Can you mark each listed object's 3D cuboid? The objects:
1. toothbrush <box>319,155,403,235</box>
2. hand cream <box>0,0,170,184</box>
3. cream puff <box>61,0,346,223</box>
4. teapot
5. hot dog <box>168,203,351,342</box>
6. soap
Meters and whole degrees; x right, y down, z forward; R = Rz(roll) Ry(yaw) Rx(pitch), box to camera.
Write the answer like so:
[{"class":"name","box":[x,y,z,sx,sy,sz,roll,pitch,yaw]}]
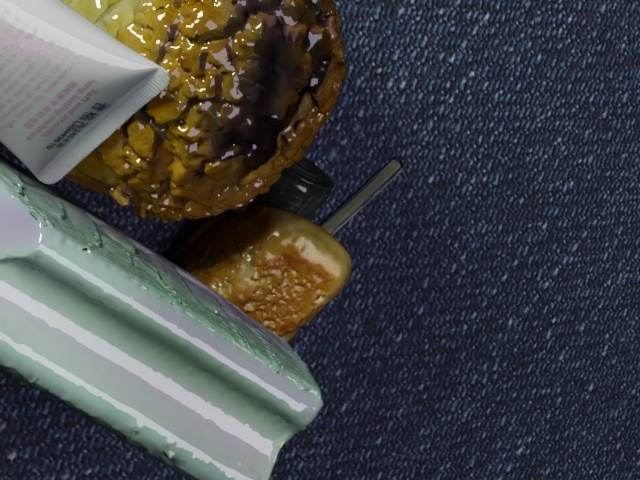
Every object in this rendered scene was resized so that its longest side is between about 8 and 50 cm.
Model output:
[{"class":"toothbrush","box":[-0.001,-0.004,2.279,0.294,0.026,0.028,-45,148,-18]},{"class":"hand cream","box":[-0.328,-0.207,1.794,0.185,0.118,0.359,-39,119,24]},{"class":"cream puff","box":[-0.126,-0.175,1.967,0.343,0.231,0.327,-24,124,-32]},{"class":"teapot","box":[-0.057,-0.060,2.185,0.091,0.124,0.092,-58,177,14]},{"class":"hot dog","box":[-0.092,0.061,2.127,0.257,0.153,0.150,-44,114,9]},{"class":"soap","box":[-0.235,0.068,1.911,0.446,0.261,0.156,33,95,-20]}]
